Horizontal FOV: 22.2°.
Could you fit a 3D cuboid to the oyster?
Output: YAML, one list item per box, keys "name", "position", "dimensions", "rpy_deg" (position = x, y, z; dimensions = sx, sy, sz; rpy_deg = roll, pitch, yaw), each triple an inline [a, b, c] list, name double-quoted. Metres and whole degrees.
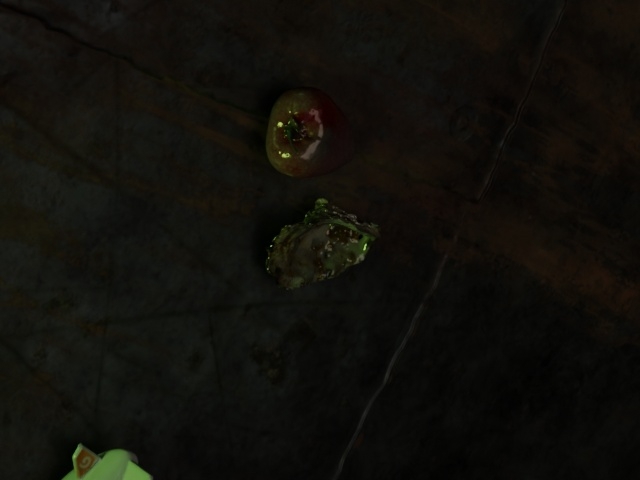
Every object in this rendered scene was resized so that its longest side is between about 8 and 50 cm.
- name: "oyster"
  position: [0.006, 0.001, 1.987]
  dimensions: [0.177, 0.056, 0.105]
  rpy_deg: [-17, 128, -32]

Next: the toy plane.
- name: "toy plane"
  position: [-0.279, 0.345, 1.855]
  dimensions: [0.244, 0.117, 0.245]
  rpy_deg: [-16, 116, -35]

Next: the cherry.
- name: "cherry"
  position: [-0.017, -0.120, 1.903]
  dimensions: [0.106, 0.087, 0.126]
  rpy_deg: [-59, 149, -13]
